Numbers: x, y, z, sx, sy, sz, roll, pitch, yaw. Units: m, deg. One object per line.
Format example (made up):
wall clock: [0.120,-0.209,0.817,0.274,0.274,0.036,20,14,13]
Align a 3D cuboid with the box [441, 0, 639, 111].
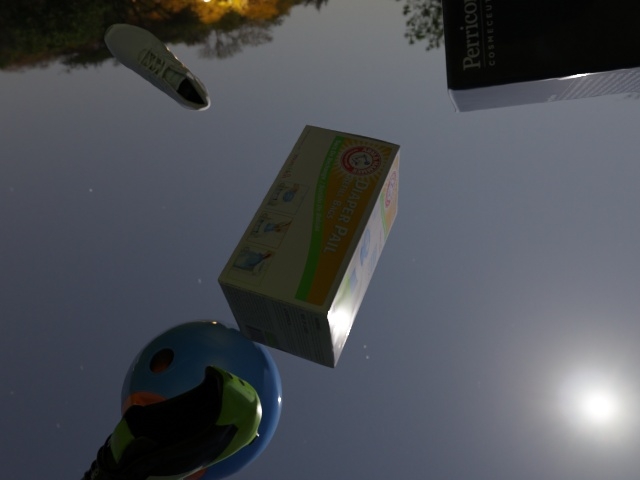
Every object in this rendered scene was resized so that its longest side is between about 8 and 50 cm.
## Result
box: [0.332,-0.318,0.614,0.395,0.293,0.212,-4,-175,17]

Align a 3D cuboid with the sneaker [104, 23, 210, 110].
sneaker: [-0.199,-0.218,0.716,0.053,0.152,0.061,-54,-149,3]

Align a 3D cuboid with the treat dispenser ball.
treat dispenser ball: [-0.214,0.288,1.037,0.288,0.288,0.288,-6,-154,3]

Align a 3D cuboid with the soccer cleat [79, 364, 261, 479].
soccer cleat: [-0.118,0.142,0.349,0.179,0.072,0.060,-37,-132,-10]

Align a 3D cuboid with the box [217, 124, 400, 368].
box: [0.000,0.000,0.560,0.103,0.114,0.203,16,-123,16]
